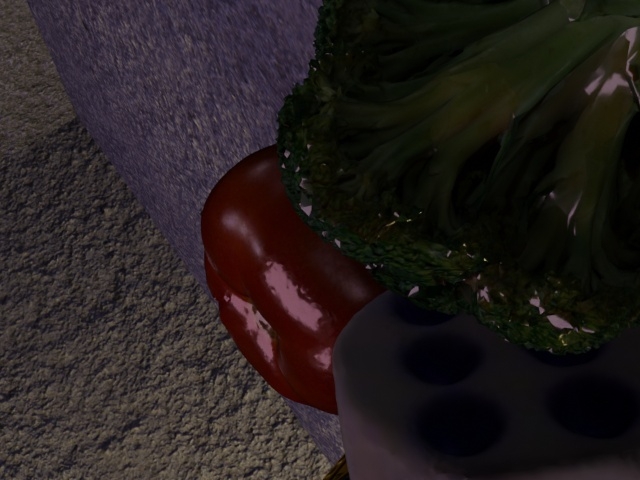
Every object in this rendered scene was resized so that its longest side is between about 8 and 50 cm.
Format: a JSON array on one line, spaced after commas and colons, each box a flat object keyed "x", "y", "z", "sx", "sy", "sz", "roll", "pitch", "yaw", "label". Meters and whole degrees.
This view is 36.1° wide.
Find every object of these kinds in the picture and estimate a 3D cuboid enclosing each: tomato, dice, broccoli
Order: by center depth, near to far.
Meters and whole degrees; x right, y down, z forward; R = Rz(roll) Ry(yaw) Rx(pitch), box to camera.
[{"x": 0.110, "y": -0.075, "z": 0.504, "sx": 0.254, "sy": 0.269, "sz": 0.269, "roll": 49, "pitch": 165, "yaw": 10, "label": "broccoli"}, {"x": 0.149, "y": 0.175, "z": 0.715, "sx": 0.259, "sy": 0.243, "sz": 0.251, "roll": -91, "pitch": -13, "yaw": -63, "label": "dice"}, {"x": 0.025, "y": 0.029, "z": 0.964, "sx": 0.298, "sy": 0.226, "sz": 0.298, "roll": 45, "pitch": 152, "yaw": 32, "label": "tomato"}]

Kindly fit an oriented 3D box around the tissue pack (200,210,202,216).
[{"x": -0.005, "y": 0.034, "z": 1.199, "sx": 0.275, "sy": 0.167, "sz": 0.200, "roll": 57, "pitch": 166, "yaw": -5, "label": "tissue pack"}]

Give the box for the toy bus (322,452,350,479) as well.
[{"x": 0.094, "y": 0.241, "z": 0.989, "sx": 0.152, "sy": 0.330, "sz": 0.144, "roll": -34, "pitch": 94, "yaw": 43, "label": "toy bus"}]
